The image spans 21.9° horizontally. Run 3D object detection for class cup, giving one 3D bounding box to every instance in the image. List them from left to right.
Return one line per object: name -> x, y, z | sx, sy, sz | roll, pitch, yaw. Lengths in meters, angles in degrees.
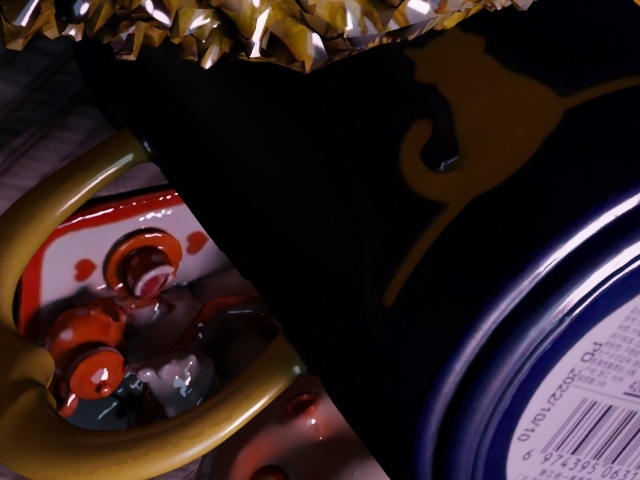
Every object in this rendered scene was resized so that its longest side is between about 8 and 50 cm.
cup -> 0.017, 0.002, 0.583 | 0.178, 0.256, 0.255 | 24, 112, -45

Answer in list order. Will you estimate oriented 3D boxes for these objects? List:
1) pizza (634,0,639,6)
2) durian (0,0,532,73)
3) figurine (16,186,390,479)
pizza -> 0.166, -0.111, 0.729 | 0.189, 0.071, 0.297 | 17, 112, -30
durian -> -0.039, -0.175, 0.413 | 0.293, 0.258, 0.258 | 11, 120, -23
figurine -> 0.000, 0.101, 0.680 | 0.183, 0.226, 0.160 | -13, 134, -26
